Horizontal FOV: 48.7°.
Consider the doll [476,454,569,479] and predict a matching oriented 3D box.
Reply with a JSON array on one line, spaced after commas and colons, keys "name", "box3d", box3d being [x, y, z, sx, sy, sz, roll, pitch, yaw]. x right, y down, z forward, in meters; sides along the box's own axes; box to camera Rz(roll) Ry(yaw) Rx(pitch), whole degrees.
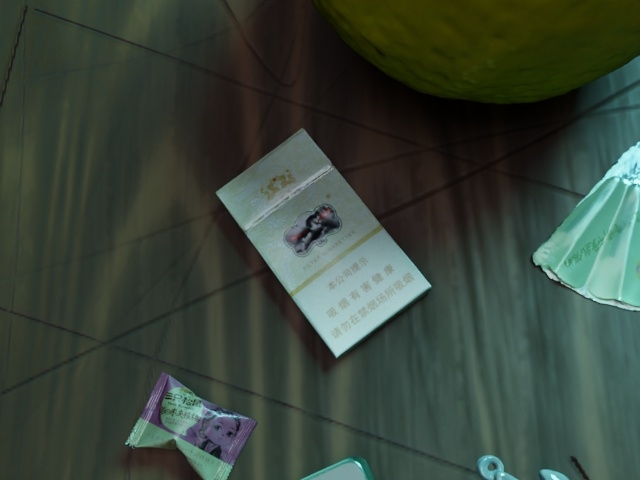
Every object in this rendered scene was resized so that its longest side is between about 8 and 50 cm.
[{"name": "doll", "box3d": [0.160, 0.220, 0.442, 0.096, 0.070, 0.195, -30, 78, -16]}]

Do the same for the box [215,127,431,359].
[{"name": "box", "box3d": [0.000, 0.000, 0.554, 0.090, 0.024, 0.167, -37, 73, -2]}]

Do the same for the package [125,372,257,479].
[{"name": "package", "box3d": [-0.096, 0.142, 0.527, 0.083, 0.029, 0.059, 25, 72, 5]}]

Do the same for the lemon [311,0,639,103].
[{"name": "lemon", "box3d": [0.124, -0.250, 0.444, 0.336, 0.336, 0.336, -3, 74, 9]}]

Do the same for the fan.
[{"name": "fan", "box3d": [0.276, -0.023, 0.526, 0.240, 0.009, 0.131, -28, 74, 0]}]

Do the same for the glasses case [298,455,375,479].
[{"name": "glasses case", "box3d": [0.032, 0.244, 0.470, 0.078, 0.039, 0.184, -26, 72, 2]}]
